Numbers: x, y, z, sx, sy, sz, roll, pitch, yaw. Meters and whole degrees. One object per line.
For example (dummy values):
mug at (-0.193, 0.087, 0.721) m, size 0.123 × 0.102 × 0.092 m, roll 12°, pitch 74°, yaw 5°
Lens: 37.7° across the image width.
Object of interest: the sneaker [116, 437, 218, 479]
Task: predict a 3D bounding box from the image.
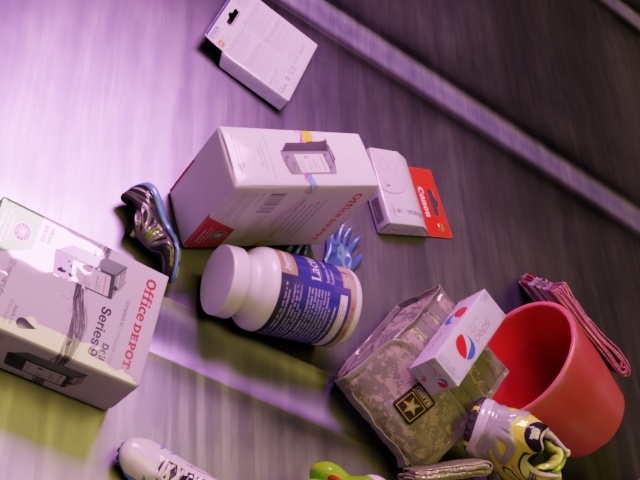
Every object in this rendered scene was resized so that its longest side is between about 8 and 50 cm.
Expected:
sneaker at (-0.204, 0.374, 1.427) m, size 0.237 × 0.086 × 0.085 m, roll 39°, pitch 47°, yaw -11°

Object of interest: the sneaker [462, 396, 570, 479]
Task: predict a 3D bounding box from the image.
sneaker at (0.396, 0.428, 1.764) m, size 0.385 × 0.147 × 0.145 m, roll 46°, pitch 63°, yaw -47°

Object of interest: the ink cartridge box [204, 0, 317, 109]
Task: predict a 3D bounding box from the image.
ink cartridge box at (-0.132, -0.418, 2.014) m, size 0.224 × 0.045 × 0.223 m, roll 37°, pitch 46°, yaw -14°

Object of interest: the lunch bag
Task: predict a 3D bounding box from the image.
lunch bag at (0.184, 0.264, 1.764) m, size 0.235 × 0.169 × 0.287 m, roll 51°, pitch 51°, yaw -6°

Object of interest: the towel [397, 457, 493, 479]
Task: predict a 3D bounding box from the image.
towel at (0.217, 0.404, 1.637) m, size 0.148 × 0.110 × 0.027 m, roll -6°, pitch 82°, yaw -12°

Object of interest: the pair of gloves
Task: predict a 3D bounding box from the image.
pair of gloves at (0.000, 0.000, 1.877) m, size 0.198 × 0.023 × 0.159 m, roll 39°, pitch 45°, yaw -15°

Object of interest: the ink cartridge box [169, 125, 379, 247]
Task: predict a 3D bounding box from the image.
ink cartridge box at (-0.087, -0.092, 1.702) m, size 0.306 × 0.226 × 0.131 m, roll -3°, pitch 63°, yaw -37°

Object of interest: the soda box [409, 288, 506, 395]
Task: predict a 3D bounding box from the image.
soda box at (0.250, 0.182, 1.693) m, size 0.069 × 0.074 × 0.216 m, roll 51°, pitch 47°, yaw -5°

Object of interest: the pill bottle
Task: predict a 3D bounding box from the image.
pill bottle at (-0.070, 0.096, 1.664) m, size 0.264 × 0.153 × 0.153 m, roll 15°, pitch 55°, yaw -32°

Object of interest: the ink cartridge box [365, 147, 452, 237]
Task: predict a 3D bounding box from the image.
ink cartridge box at (0.202, -0.103, 2.087) m, size 0.232 × 0.066 × 0.189 m, roll 2°, pitch 63°, yaw -34°

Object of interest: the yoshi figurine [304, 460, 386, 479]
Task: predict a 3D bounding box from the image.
yoshi figurine at (0.128, 0.488, 1.516) m, size 0.362 × 0.203 × 0.203 m, roll 30°, pitch 20°, yaw 12°

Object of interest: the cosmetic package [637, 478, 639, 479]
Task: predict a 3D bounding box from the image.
cosmetic package at (0.699, 0.617, 1.942) m, size 0.365 × 0.197 × 0.155 m, roll -23°, pitch 79°, yaw -47°

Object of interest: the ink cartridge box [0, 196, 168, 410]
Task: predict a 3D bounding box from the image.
ink cartridge box at (-0.397, 0.098, 1.414) m, size 0.289 × 0.121 × 0.211 m, roll 28°, pitch 49°, yaw -24°

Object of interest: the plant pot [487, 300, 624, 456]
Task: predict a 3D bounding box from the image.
plant pot at (0.476, 0.304, 1.929) m, size 0.243 × 0.275 × 0.275 m, roll 41°, pitch 44°, yaw -26°

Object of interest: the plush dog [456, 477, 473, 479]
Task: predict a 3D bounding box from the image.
plush dog at (0.276, 0.512, 1.684) m, size 0.262 × 0.210 × 0.225 m, roll 60°, pitch 21°, yaw 9°

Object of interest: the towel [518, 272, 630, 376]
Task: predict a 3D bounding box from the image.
towel at (0.551, 0.177, 2.058) m, size 0.237 × 0.037 × 0.329 m, roll 51°, pitch 0°, yaw -2°

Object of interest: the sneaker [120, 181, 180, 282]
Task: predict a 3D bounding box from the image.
sneaker at (-0.294, -0.008, 1.620) m, size 0.078 × 0.067 × 0.188 m, roll -19°, pitch 78°, yaw -23°
